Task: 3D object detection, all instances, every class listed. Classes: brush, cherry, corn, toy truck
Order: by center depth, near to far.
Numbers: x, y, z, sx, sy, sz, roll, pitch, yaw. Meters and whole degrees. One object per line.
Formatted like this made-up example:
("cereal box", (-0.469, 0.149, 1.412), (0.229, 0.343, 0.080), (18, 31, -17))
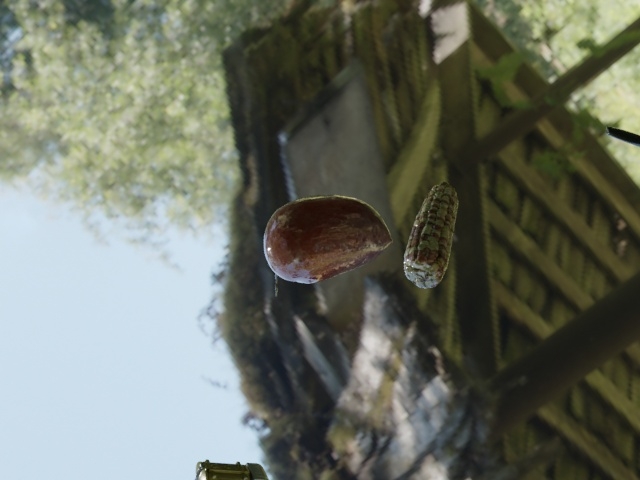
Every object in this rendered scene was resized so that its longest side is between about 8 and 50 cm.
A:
("cherry", (0.000, -0.004, 1.175), (0.106, 0.126, 0.087), (-159, 46, -83))
("brush", (0.465, -0.117, 1.550), (0.193, 0.016, 0.063), (21, -142, 26))
("toy truck", (-0.137, 0.368, 1.798), (0.123, 0.063, 0.052), (11, -152, -34))
("corn", (0.194, -0.016, 2.007), (0.079, 0.079, 0.237), (43, -138, -20))
